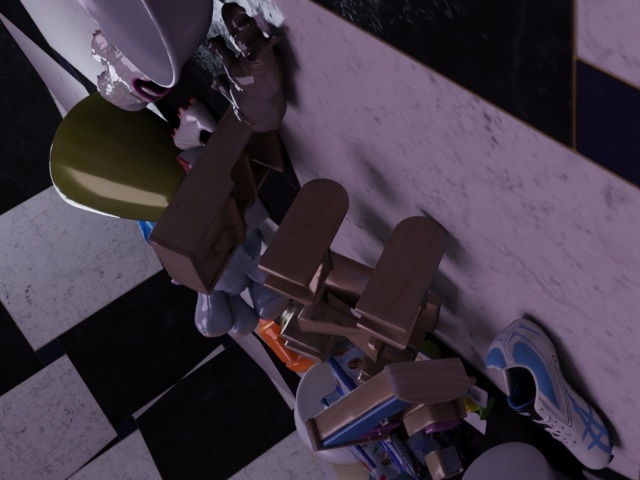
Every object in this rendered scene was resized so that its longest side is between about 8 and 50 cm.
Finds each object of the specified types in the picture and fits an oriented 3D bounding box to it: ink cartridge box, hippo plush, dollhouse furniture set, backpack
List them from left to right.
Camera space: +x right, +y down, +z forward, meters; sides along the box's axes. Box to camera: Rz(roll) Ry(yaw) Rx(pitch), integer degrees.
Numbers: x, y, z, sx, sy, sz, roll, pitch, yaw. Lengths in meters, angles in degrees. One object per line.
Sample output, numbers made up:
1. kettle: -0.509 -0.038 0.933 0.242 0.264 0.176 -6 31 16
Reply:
1. hippo plush: -0.223 0.061 1.848 0.294 0.234 0.236 18 -160 -35
2. ink cartridge box: -0.192 -0.107 1.670 0.127 0.072 0.175 30 157 53
3. dollhouse furniture set: 0.000 0.000 1.213 0.394 0.256 0.362 23 160 13
4. backpack: 0.118 0.310 1.592 0.263 0.213 0.276 61 168 -5
5. dollhouse furniture set: 0.165 0.338 1.137 0.198 0.286 0.303 -42 58 42

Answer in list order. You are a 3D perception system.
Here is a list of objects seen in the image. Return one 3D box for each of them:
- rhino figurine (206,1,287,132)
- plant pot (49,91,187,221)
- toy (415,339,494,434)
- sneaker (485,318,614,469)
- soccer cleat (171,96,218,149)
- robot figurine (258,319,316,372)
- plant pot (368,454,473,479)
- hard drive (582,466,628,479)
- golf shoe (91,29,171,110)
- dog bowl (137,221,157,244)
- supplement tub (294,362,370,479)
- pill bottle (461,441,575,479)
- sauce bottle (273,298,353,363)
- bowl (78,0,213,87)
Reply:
1. rhino figurine: -0.085 -0.216 1.047 0.106 0.073 0.243 50 166 14
2. plant pot: -0.375 -0.150 1.807 0.293 0.275 0.275 24 155 29
3. toy: 0.185 0.209 1.386 0.237 0.056 0.137 34 153 31
4. sneaker: 0.275 0.199 1.022 0.237 0.086 0.085 53 164 -20
5. soccer cleat: -0.230 -0.198 1.564 0.076 0.068 0.196 46 163 0
6. robot figurine: -0.067 0.237 2.107 0.219 0.128 0.158 52 164 -7
7. plant pot: 0.212 0.535 1.787 0.195 0.290 0.290 61 174 32
8. hard drive: 0.419 0.353 1.119 0.094 0.022 0.135 53 166 -18
9. golf shoe: -0.334 -0.291 1.544 0.140 0.115 0.306 44 167 5
10. dog bowl: -0.457 -0.105 2.339 0.074 0.166 0.297 50 172 49
11. supplement tub: 0.071 0.412 1.913 0.235 0.235 0.325 42 164 28
12. pill bottle: 0.354 0.476 1.307 0.334 0.188 0.188 56 165 -23
13. sauce bottle: -0.022 0.189 1.868 0.111 0.111 0.344 53 166 -17
14. bowl: -0.217 -0.339 0.993 0.298 0.134 0.298 45 167 14
